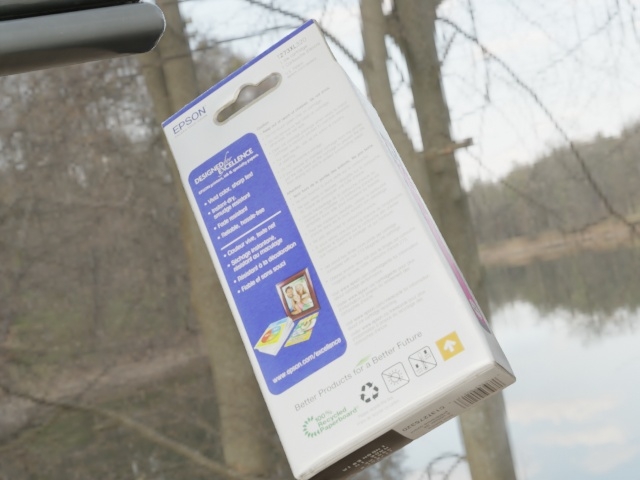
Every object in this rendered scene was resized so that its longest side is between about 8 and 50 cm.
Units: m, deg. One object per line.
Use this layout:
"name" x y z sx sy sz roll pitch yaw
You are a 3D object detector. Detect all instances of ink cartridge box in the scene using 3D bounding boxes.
"ink cartridge box" 0.000 0.000 0.927 0.176 0.370 0.069 -33 -31 13

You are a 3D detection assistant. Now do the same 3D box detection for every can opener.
"can opener" -0.248 -0.142 0.805 0.280 0.074 0.093 -20 -18 -32
